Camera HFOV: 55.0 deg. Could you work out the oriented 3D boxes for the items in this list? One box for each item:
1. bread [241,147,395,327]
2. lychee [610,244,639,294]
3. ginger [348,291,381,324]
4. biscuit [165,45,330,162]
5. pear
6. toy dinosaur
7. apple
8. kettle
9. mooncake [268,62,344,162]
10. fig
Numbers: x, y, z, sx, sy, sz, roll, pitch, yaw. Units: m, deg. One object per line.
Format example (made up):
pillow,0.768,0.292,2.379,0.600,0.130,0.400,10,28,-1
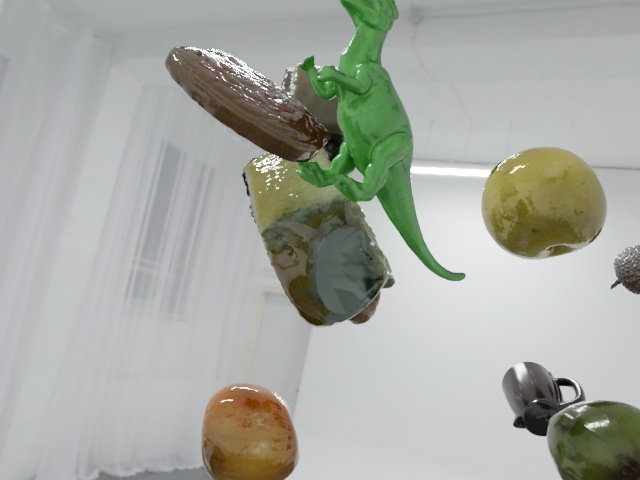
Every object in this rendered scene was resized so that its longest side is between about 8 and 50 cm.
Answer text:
bread,-0.003,-0.005,1.333,0.395,0.239,0.264,60,0,-25
lychee,1.042,0.098,2.026,0.165,0.165,0.197,20,-44,-41
ginger,0.112,0.115,2.011,0.165,0.320,0.172,-3,-11,1
biscuit,-0.105,-0.223,0.974,0.273,0.049,0.257,39,24,5
pear,0.634,-0.106,1.771,0.349,0.347,0.348,11,-10,2
toy dinosaur,0.155,-0.190,1.155,0.500,0.374,0.144,35,-17,-27
apple,-0.197,0.554,1.751,0.276,0.298,0.299,-2,-10,1
kettle,0.605,0.433,1.664,0.202,0.143,0.232,-17,8,10
mooncake,-0.017,-0.273,1.672,0.247,0.393,0.393,5,20,-8
fig,0.522,0.377,1.127,0.203,0.202,0.225,16,13,-24
